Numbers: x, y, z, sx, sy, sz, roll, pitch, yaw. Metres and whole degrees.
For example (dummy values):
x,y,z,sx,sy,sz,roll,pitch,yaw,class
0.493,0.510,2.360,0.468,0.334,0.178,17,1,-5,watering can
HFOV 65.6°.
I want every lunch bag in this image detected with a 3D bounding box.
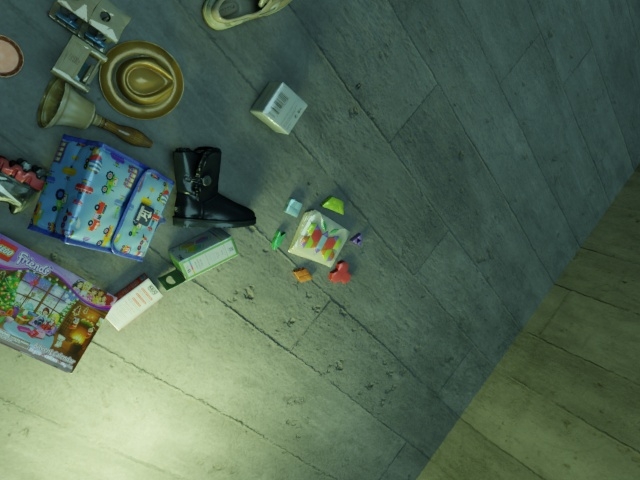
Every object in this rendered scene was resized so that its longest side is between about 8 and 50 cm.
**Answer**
x,y,z,sx,sy,sz,roll,pitch,yaw,class
-0.477,-0.081,1.159,0.293,0.138,0.221,29,78,-63,lunch bag

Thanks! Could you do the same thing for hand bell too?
x,y,z,sx,sy,sz,roll,pitch,yaw,class
-0.492,-0.267,1.133,0.242,0.126,0.126,20,94,-47,hand bell

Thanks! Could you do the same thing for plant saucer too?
x,y,z,sx,sy,sz,roll,pitch,yaw,class
-0.662,-0.381,1.026,0.083,0.013,0.083,-11,112,-30,plant saucer

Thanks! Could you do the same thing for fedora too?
x,y,z,sx,sy,sz,roll,pitch,yaw,class
-0.406,-0.370,1.153,0.194,0.079,0.194,-11,111,-30,fedora

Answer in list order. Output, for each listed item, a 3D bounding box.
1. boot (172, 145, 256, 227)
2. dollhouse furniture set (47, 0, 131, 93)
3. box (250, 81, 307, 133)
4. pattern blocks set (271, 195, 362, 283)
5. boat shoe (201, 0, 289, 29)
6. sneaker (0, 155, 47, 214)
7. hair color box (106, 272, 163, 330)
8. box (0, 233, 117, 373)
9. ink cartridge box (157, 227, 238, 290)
x,y,z,sx,sy,sz,roll,pitch,yaw,class
-0.270,-0.139,1.304,0.246,0.094,0.207,-1,102,-38,boot
-0.509,-0.415,1.025,0.129,0.129,0.184,32,78,-35,dollhouse furniture set
-0.113,-0.358,1.341,0.102,0.087,0.101,36,85,-36,box
0.000,0.000,1.566,0.325,0.026,0.285,12,98,-34,pattern blocks set
-0.147,-0.612,1.230,0.302,0.098,0.109,-35,121,-19,boat shoe
-0.715,-0.143,1.015,0.276,0.097,0.135,31,85,-37,sneaker
-0.491,0.159,1.291,0.141,0.043,0.072,-38,122,-16,hair color box
-0.646,0.147,1.121,0.293,0.057,0.201,38,61,-30,box
-0.334,0.044,1.314,0.209,0.109,0.062,-29,118,-22,ink cartridge box
